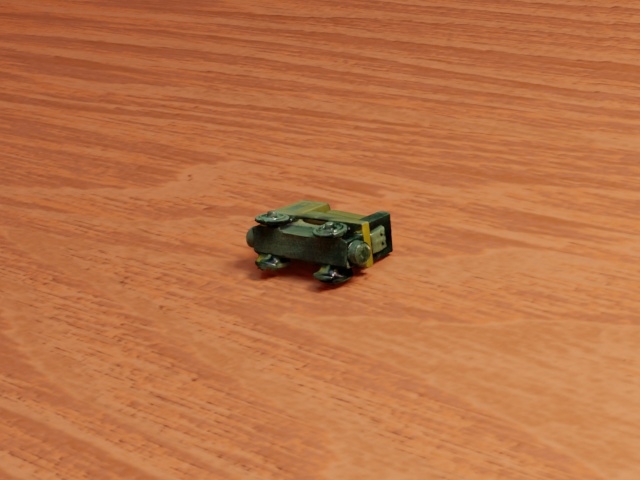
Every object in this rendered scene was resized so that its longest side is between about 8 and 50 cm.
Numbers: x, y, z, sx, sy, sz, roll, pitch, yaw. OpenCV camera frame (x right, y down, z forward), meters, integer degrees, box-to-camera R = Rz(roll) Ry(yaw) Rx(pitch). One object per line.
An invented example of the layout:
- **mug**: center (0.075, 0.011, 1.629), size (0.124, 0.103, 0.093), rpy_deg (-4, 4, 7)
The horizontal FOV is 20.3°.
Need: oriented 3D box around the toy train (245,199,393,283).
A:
- **toy train**: center (0.000, 0.000, 1.410), size (0.122, 0.050, 0.081), rpy_deg (9, 20, 40)
